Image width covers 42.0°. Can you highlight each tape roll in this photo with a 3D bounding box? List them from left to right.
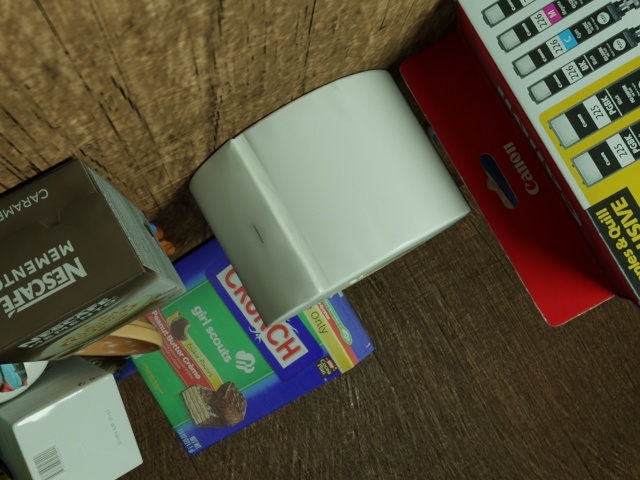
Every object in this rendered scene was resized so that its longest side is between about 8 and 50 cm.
[{"bbox_3d":[0.010,-0.039,0.863,0.246,0.169,0.246,-30,176,-2],"label":"tape roll"}]

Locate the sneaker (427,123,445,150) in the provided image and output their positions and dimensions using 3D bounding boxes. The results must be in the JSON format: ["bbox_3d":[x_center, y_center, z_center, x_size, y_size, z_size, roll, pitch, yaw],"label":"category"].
[{"bbox_3d":[0.235,-0.159,1.248,0.105,0.115,0.281,-30,175,-1],"label":"sneaker"}]

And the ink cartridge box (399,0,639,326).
[{"bbox_3d":[0.250,-0.108,0.725,0.272,0.309,0.130,-31,175,10],"label":"ink cartridge box"}]

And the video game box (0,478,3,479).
[{"bbox_3d":[-0.451,0.280,0.989,0.205,0.187,0.048,11,-111,44],"label":"video game box"}]

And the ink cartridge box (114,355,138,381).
[{"bbox_3d":[-0.370,0.234,1.863,0.176,0.069,0.371,-28,178,-2],"label":"ink cartridge box"}]

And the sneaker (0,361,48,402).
[{"bbox_3d":[-0.411,0.153,0.969,0.212,0.080,0.094,-26,161,-33],"label":"sneaker"}]

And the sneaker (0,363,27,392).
[{"bbox_3d":[-0.354,0.121,0.771,0.125,0.104,0.262,-24,172,-33],"label":"sneaker"}]

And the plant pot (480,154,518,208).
[{"bbox_3d":[0.278,-0.156,0.924,0.212,0.236,0.236,-38,172,21],"label":"plant pot"}]

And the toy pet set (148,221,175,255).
[{"bbox_3d":[-0.221,0.024,0.942,0.122,0.065,0.114,-33,140,1],"label":"toy pet set"}]

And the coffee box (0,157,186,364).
[{"bbox_3d":[-0.208,0.028,0.690,0.141,0.098,0.246,-30,175,-5],"label":"coffee box"}]

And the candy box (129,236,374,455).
[{"bbox_3d":[-0.125,0.136,1.269,0.317,0.268,0.122,-32,178,19],"label":"candy box"}]

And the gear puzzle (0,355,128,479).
[{"bbox_3d":[-0.421,0.277,1.278,0.176,0.044,0.339,-5,-157,12],"label":"gear puzzle"}]

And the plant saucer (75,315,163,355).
[{"bbox_3d":[-0.278,0.100,0.940,0.200,0.037,0.200,0,164,0],"label":"plant saucer"}]

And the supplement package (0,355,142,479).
[{"bbox_3d":[-0.365,0.234,1.101,0.134,0.139,0.244,-27,-158,-34],"label":"supplement package"}]
